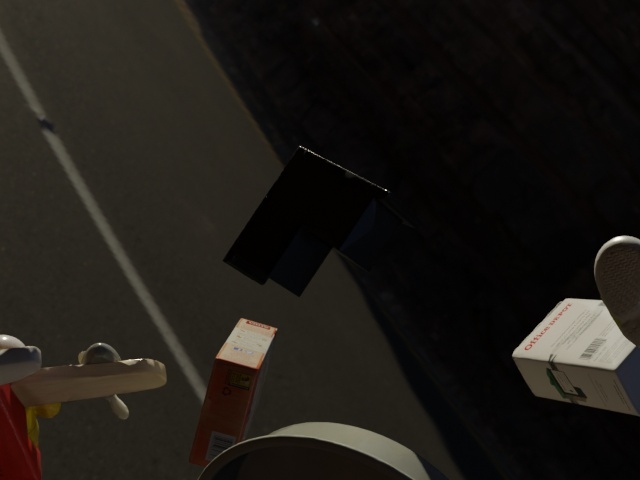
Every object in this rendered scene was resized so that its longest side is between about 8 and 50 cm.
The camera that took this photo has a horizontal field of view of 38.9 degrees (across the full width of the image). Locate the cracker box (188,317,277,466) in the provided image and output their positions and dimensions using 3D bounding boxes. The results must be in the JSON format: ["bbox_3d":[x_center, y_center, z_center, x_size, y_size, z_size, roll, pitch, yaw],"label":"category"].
[{"bbox_3d":[-0.123,0.219,1.327,0.067,0.156,0.232,15,10,1],"label":"cracker box"}]

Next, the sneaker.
[{"bbox_3d":[0.369,0.074,0.914,0.240,0.091,0.126,45,27,-4],"label":"sneaker"}]

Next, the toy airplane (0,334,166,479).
[{"bbox_3d":[-0.482,0.226,1.322,0.386,0.384,0.272,35,22,-33],"label":"toy airplane"}]

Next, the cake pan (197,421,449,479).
[{"bbox_3d":[0.023,0.279,0.791,0.293,0.293,0.054,46,35,0],"label":"cake pan"}]

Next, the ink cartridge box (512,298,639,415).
[{"bbox_3d":[0.434,0.174,1.407,0.093,0.160,0.219,58,-25,-16],"label":"ink cartridge box"}]

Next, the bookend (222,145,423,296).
[{"bbox_3d":[0.000,0.000,0.983,0.157,0.156,0.072,30,-4,44],"label":"bookend"}]
